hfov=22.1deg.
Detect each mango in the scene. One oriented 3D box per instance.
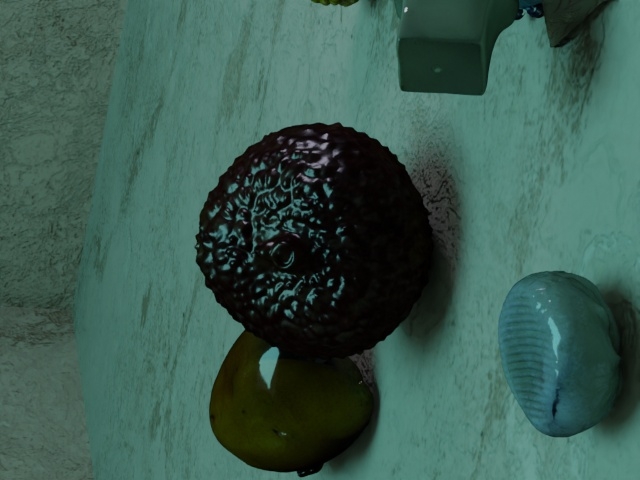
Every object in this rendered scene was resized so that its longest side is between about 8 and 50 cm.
[{"bbox_3d":[-0.043,0.184,1.981,0.287,0.153,0.201,129,150,-59],"label":"mango"}]

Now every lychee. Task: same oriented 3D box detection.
[{"bbox_3d":[0.000,0.000,1.739,0.260,0.260,0.260,-176,90,-73],"label":"lychee"}]

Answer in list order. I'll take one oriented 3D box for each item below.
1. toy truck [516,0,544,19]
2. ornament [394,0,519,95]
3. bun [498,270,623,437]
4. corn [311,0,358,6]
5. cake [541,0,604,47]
[{"bbox_3d":[0.185,-0.253,1.509,0.073,0.056,0.090,6,75,57],"label":"toy truck"},{"bbox_3d":[0.129,-0.254,1.428,0.120,0.130,0.285,73,-141,-68],"label":"ornament"},{"bbox_3d":[0.201,0.090,1.327,0.141,0.083,0.141,174,90,-76],"label":"bun"},{"bbox_3d":[0.047,-0.380,1.907,0.310,0.101,0.101,119,150,-51],"label":"corn"},{"bbox_3d":[0.206,-0.211,1.423,0.121,0.065,0.052,126,147,-72],"label":"cake"}]
